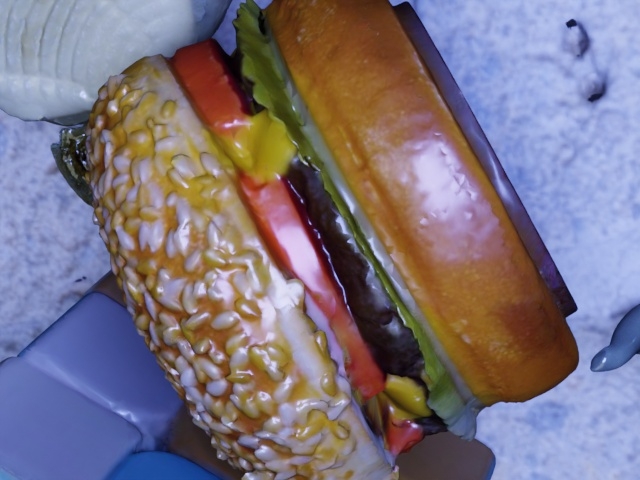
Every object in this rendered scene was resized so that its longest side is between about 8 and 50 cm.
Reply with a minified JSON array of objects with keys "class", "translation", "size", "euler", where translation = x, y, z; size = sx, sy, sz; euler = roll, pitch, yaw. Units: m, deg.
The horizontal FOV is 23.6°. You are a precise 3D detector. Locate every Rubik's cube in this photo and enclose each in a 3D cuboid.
[{"class":"Rubik's cube","translation":[-0.118,0.269,1.145],"size":[0.347,0.344,0.347],"euler":[32,117,5]}]

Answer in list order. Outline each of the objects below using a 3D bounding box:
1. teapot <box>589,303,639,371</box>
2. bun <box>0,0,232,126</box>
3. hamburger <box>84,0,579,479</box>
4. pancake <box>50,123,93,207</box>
[{"class":"teapot","translation":[0.307,0.097,1.040],"size":[0.239,0.149,0.162],"euler":[16,114,12]},{"class":"bun","translation":[-0.173,-0.218,1.071],"size":[0.259,0.152,0.259],"euler":[8,120,15]},{"class":"hamburger","translation":[0.000,0.000,0.982],"size":[0.250,0.330,0.330],"euler":[-29,100,7]},{"class":"pancake","translation":[-0.147,-0.071,1.197],"size":[0.116,0.022,0.129],"euler":[38,122,1]}]
